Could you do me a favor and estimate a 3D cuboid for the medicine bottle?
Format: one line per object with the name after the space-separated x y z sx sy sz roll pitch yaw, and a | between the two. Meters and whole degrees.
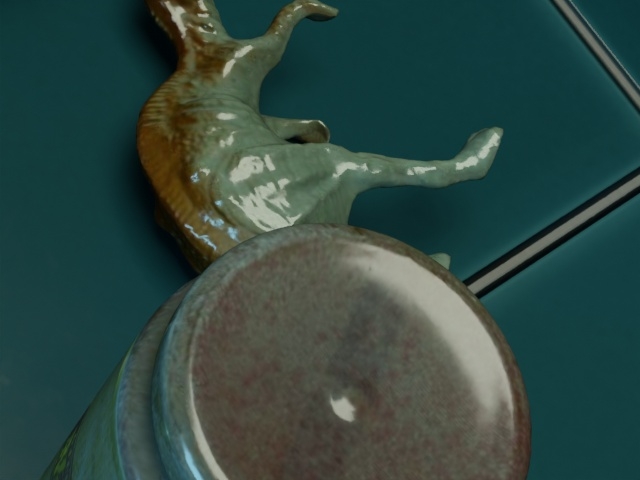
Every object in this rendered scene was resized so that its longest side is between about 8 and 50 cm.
-0.044 0.124 0.730 0.151 0.322 0.151 10 60 -18 | medicine bottle

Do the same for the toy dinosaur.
0.000 0.000 0.953 0.205 0.092 0.393 6 64 -20 | toy dinosaur
